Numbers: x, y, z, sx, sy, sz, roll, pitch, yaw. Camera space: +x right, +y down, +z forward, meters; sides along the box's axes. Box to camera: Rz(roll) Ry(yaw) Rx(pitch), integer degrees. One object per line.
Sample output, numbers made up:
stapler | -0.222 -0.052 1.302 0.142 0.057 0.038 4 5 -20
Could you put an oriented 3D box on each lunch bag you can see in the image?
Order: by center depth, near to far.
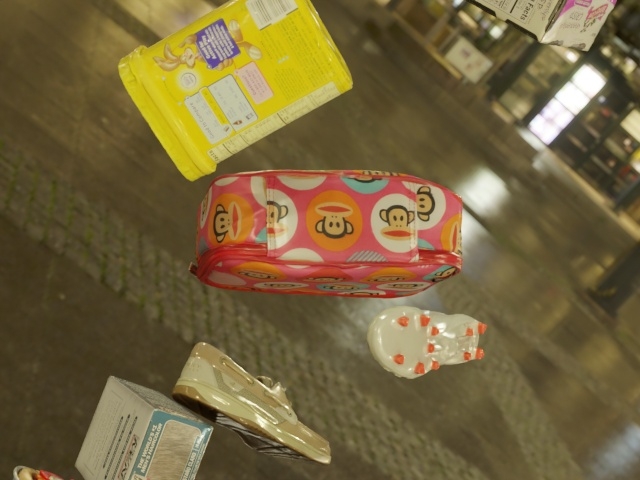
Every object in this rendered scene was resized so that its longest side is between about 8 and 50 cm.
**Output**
lunch bag | 0.000 0.000 1.342 0.293 0.120 0.258 3 -11 -12

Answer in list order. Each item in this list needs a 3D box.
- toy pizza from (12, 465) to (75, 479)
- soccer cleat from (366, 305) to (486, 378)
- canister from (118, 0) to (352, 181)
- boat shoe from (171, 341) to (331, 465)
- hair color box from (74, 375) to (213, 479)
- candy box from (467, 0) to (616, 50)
toy pizza | -0.214 0.280 1.120 0.201 0.032 0.201 41 -7 6
soccer cleat | 0.090 0.096 1.128 0.076 0.068 0.196 7 0 35
canister | -0.072 -0.146 1.019 0.126 0.170 0.073 58 10 -22
boat shoe | -0.087 0.251 1.735 0.302 0.098 0.109 35 -28 -33
hair color box | -0.293 0.337 1.875 0.105 0.174 0.347 22 -6 -20
candy box | 0.174 -0.283 1.196 0.233 0.071 0.159 35 21 21
